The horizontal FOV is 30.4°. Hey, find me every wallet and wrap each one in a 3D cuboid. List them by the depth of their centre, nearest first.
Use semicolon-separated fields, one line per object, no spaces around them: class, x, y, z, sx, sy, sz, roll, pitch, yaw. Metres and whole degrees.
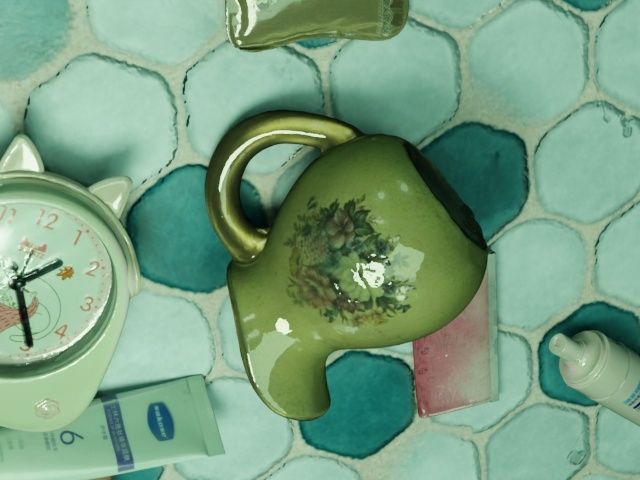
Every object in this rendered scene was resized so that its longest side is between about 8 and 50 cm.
wallet;0.179;0.127;1.567;0.119;0.025;0.232;-12;117;-14

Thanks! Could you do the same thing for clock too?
clock;-0.336;0.043;1.304;0.265;0.108;0.324;24;103;-25

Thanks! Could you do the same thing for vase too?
vase;0.000;0.000;1.360;0.302;0.241;0.329;-38;92;15

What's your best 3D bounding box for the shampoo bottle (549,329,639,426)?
shampoo bottle;0.434;0.204;1.652;0.303;0.092;0.092;28;102;-27

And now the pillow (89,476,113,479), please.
pillow;-0.354;0.344;1.445;0.236;0.084;0.223;-9;108;-20

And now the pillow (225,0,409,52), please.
pillow;-0.001;-0.280;1.313;0.217;0.033;0.130;-7;116;-16

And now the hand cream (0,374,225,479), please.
hand cream;-0.280;0.239;1.405;0.321;0.109;0.067;-8;151;-23
